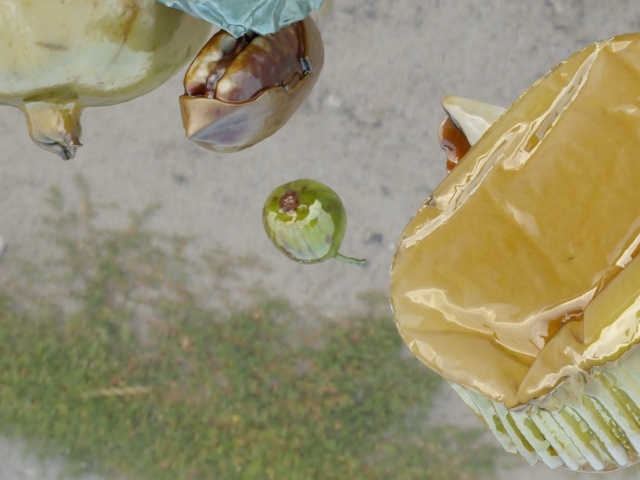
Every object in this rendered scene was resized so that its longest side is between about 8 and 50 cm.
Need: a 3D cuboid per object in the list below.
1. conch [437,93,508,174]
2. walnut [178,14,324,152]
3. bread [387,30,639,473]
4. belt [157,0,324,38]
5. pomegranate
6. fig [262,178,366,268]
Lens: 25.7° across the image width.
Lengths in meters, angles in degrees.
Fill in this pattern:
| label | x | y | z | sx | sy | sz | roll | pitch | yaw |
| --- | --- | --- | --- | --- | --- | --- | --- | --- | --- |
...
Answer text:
| label | x | y | z | sx | sy | sz | roll | pitch | yaw |
| --- | --- | --- | --- | --- | --- | --- | --- | --- | --- |
| conch | 0.164 | -0.045 | 1.083 | 0.176 | 0.094 | 0.104 | 19 | 156 | -14 |
| walnut | -0.067 | -0.150 | 1.300 | 0.116 | 0.207 | 0.115 | 21 | 136 | 22 |
| bread | 0.193 | 0.012 | 0.937 | 0.204 | 0.288 | 0.156 | 30 | 169 | 37 |
| belt | -0.059 | -0.301 | 1.197 | 0.150 | 0.257 | 0.207 | 21 | 164 | 50 |
| pomegranate | -0.268 | -0.249 | 1.365 | 0.342 | 0.342 | 0.342 | 7 | 138 | 6 |
| fig | 0.004 | 0.005 | 1.534 | 0.093 | 0.093 | 0.166 | -17 | 128 | 28 |
